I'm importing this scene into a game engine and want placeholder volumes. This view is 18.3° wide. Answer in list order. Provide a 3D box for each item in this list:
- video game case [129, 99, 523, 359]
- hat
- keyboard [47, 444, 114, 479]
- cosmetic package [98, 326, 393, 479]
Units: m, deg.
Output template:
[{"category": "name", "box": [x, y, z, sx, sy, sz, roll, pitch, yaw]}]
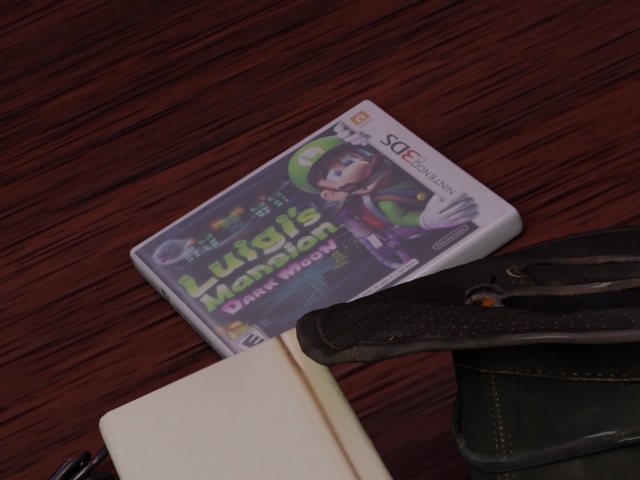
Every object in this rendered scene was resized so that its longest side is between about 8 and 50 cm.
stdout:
[{"category": "video game case", "box": [0.000, 0.000, 1.219, 0.190, 0.022, 0.173, -33, 40, -14]}, {"category": "hat", "box": [0.160, 0.070, 0.893, 0.331, 0.134, 0.331, -9, 4, 1]}, {"category": "keyboard", "box": [-0.142, 0.207, 1.041, 0.317, 0.033, 0.201, -40, 42, -23]}, {"category": "cosmetic package", "box": [0.015, 0.202, 0.857, 0.113, 0.160, 0.309, -25, 44, -7]}]
